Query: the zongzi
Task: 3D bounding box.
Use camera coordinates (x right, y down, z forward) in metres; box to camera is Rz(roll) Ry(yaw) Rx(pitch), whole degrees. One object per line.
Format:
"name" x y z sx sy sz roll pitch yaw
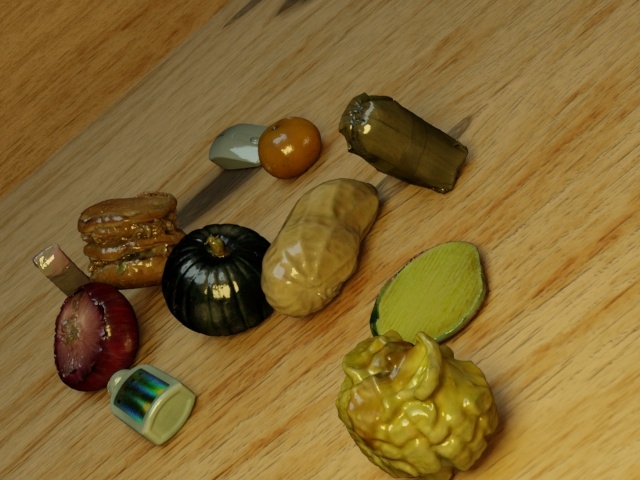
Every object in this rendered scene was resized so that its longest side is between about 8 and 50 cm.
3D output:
"zongzi" 0.111 -0.198 1.730 0.125 0.251 0.274 -62 30 0

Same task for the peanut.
"peanut" -0.005 0.002 1.694 0.174 0.158 0.340 -44 18 42

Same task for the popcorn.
"popcorn" 0.121 0.215 1.216 0.235 0.216 0.181 20 61 44

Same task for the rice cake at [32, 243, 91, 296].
"rice cake" -0.554 0.101 2.057 0.070 0.399 0.064 -43 72 -11

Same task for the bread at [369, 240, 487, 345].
"bread" 0.180 0.096 1.481 0.228 0.033 0.228 -31 30 20

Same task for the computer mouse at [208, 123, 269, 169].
"computer mouse" -0.204 -0.246 2.328 0.231 0.079 0.128 -1 51 44

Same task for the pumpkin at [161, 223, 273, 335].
"pumpkin" -0.193 0.069 1.777 0.250 0.216 0.249 -2 47 2

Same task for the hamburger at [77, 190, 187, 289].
"hamburger" -0.405 0.004 2.037 0.261 0.211 0.245 -13 10 -27

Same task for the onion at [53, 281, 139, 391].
"onion" -0.485 0.212 1.965 0.248 0.161 0.248 -40 38 41

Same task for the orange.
"orange" -0.074 -0.218 2.088 0.156 0.124 0.156 -31 33 23

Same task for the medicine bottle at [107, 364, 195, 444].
"medicine bottle" -0.341 0.308 1.757 0.229 0.083 0.121 13 62 53
